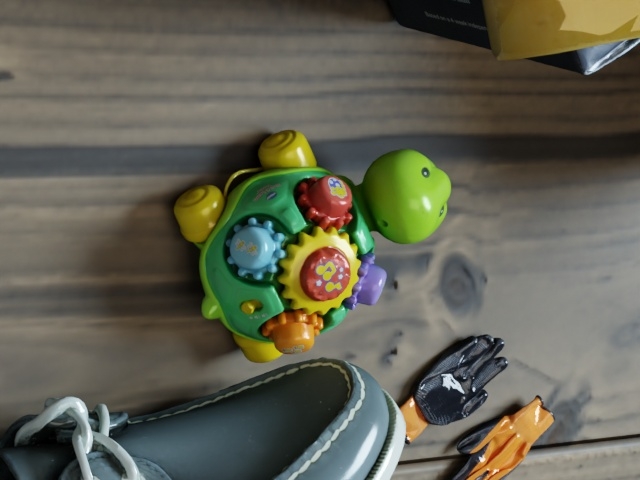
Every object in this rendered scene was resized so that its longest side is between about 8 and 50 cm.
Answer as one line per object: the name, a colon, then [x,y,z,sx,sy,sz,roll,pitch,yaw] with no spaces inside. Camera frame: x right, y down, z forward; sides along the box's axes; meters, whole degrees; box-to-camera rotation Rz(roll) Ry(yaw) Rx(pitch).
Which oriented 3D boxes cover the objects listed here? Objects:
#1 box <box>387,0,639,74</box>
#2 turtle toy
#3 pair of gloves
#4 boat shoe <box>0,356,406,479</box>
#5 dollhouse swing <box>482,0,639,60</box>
box: [0.070,-0.192,0.792,0.108,0.153,0.207,-37,120,-17]
turtle toy: [0.000,0.000,0.858,0.130,0.066,0.095,-35,119,-18]
pair of gloves: [0.079,0.093,0.965,0.074,0.010,0.083,-42,118,-12]
boat shoe: [-0.107,0.124,0.803,0.319,0.116,0.099,-27,120,-16]
dollhouse swing: [0.147,-0.244,0.541,0.315,0.305,0.347,-12,98,-9]
